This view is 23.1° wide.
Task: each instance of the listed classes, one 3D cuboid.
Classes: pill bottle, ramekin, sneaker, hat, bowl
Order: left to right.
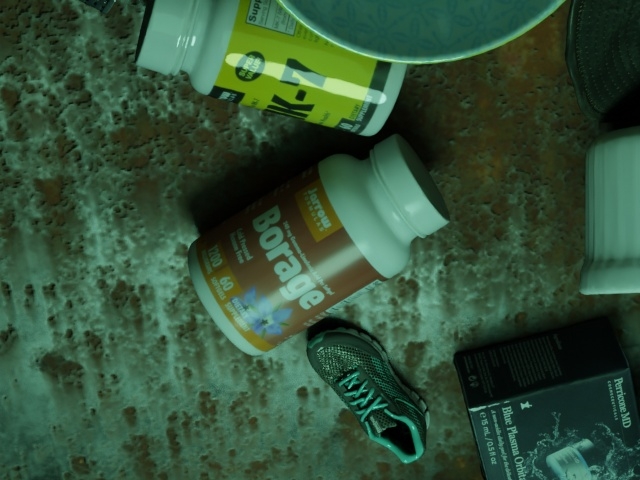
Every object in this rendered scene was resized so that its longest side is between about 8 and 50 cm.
[{"bbox_3d":[-0.040,-0.166,1.284,0.208,0.119,0.119,13,118,-11],"label":"pill bottle"},{"bbox_3d":[0.000,0.000,1.379,0.216,0.121,0.121,-32,117,13],"label":"pill bottle"},{"bbox_3d":[0.051,0.150,1.494,0.065,0.076,0.166,-40,115,16],"label":"sneaker"},{"bbox_3d":[0.075,-0.296,1.196,0.289,0.156,0.290,-2,119,-3],"label":"bowl"},{"bbox_3d":[0.350,-0.030,1.303,0.277,0.277,0.135,-4,89,-2],"label":"ramekin"},{"bbox_3d":[0.357,-0.185,1.219,0.331,0.134,0.331,-25,144,-20],"label":"hat"}]

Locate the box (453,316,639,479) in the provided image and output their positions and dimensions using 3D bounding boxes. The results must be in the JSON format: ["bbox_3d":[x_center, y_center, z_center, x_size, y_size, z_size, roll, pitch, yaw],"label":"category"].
[{"bbox_3d":[0.225,0.178,1.515,0.158,0.093,0.156,-15,120,3],"label":"box"}]

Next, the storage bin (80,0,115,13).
[{"bbox_3d":[-0.169,-0.265,1.181,0.084,0.180,0.122,26,114,-17],"label":"storage bin"}]
